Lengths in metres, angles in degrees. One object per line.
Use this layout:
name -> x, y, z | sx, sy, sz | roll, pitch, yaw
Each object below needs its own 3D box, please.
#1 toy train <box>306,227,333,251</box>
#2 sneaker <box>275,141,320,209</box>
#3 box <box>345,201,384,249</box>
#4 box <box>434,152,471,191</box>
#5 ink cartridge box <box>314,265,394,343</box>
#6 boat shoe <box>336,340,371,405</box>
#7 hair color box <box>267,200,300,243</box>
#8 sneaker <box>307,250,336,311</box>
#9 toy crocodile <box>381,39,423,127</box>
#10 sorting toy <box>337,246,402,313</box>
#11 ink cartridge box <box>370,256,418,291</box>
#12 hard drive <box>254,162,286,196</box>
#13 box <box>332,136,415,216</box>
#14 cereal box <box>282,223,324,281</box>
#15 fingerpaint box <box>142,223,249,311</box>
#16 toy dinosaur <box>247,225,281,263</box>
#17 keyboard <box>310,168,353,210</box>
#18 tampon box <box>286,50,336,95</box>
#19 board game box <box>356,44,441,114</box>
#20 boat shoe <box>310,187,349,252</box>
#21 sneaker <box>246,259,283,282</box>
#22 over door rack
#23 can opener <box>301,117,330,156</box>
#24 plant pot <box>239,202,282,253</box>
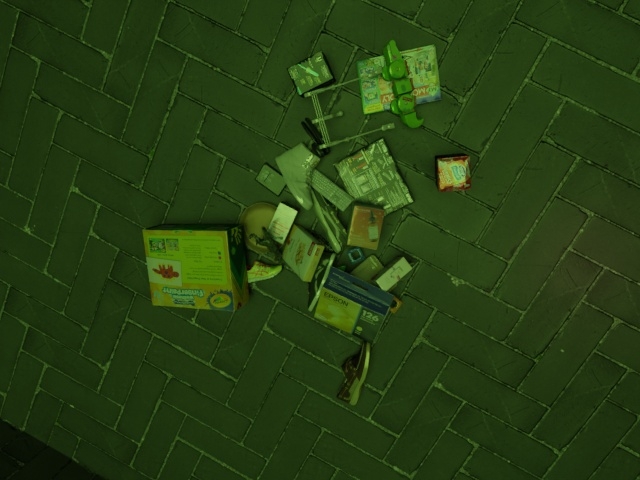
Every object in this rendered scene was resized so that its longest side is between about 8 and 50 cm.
toy train -> 0.000, 0.000, 2.014 | 0.158, 0.027, 0.036 | 38, 110, 1
sneaker -> -0.065, -0.285, 1.884 | 0.169, 0.108, 0.293 | -32, 70, 13
box -> 0.184, -0.063, 1.844 | 0.129, 0.091, 0.171 | 8, 106, -3
box -> 0.515, -0.270, 1.741 | 0.122, 0.257, 0.128 | -3, 102, 13
ink cartridge box -> 0.139, 0.293, 1.951 | 0.303, 0.072, 0.308 | 24, 137, 12
boat shoe -> 0.153, 0.613, 2.079 | 0.123, 0.123, 0.343 | 16, 111, 5
hair color box -> -0.169, -0.080, 1.981 | 0.093, 0.053, 0.167 | 27, 104, 3
sneaker -> -0.040, 0.170, 2.027 | 0.146, 0.104, 0.296 | 21, 103, 10
toy crocodile -> 0.317, -0.604, 1.731 | 0.105, 0.115, 0.341 | -19, 101, -5
sorting toy -> 0.218, 0.192, 1.993 | 0.196, 0.047, 0.348 | -40, 92, 0
ink cartridge box -> 0.319, 0.131, 1.914 | 0.198, 0.115, 0.067 | -39, 92, -5
hard drive -> -0.218, -0.273, 1.995 | 0.135, 0.022, 0.094 | 36, 106, 1
box -> 0.229, -0.247, 1.892 | 0.242, 0.076, 0.308 | -27, 96, 15
cereal box -> -0.082, 0.051, 1.945 | 0.047, 0.240, 0.173 | 12, 107, -33
fingerpaint box -> -0.569, 0.117, 2.051 | 0.443, 0.163, 0.372 | 0, 102, 19
toy dinosaur -> -0.251, 0.003, 1.971 | 0.118, 0.064, 0.268 | 12, 149, 24
keyboard -> 0.027, -0.225, 1.910 | 0.256, 0.014, 0.072 | 40, 79, 21
tampon box -> -0.035, -0.682, 1.829 | 0.160, 0.101, 0.121 | -22, 98, 13
board game box -> 0.317, -0.648, 1.803 | 0.316, 0.046, 0.214 | -8, 100, 12
boat shoe -> 0.041, -0.100, 1.948 | 0.091, 0.109, 0.305 | -26, 88, -10
sneaker -> -0.274, 0.135, 2.067 | 0.208, 0.081, 0.094 | -14, 97, 13
over door rack -> 0.120, -0.528, 1.807 | 0.323, 0.108, 0.240 | -14, 105, 12
can opener -> -0.020, -0.444, 1.904 | 0.059, 0.073, 0.186 | -29, 87, 23
plant pot -> -0.259, -0.059, 2.046 | 0.236, 0.032, 0.237 | 2, 103, 11
